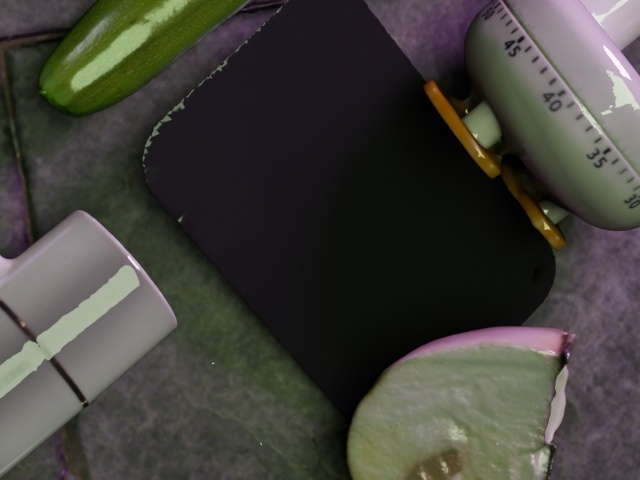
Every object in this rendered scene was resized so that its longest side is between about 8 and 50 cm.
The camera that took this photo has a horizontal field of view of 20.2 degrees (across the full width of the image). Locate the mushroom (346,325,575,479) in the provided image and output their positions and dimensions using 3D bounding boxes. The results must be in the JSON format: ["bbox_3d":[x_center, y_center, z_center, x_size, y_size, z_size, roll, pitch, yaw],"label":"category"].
[{"bbox_3d":[0.121,0.165,1.539,0.173,0.162,0.236,8,108,11],"label":"mushroom"}]

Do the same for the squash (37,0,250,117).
[{"bbox_3d":[-0.114,-0.202,1.468,0.292,0.082,0.082,-41,102,-11],"label":"squash"}]

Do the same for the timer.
[{"bbox_3d":[0.236,-0.132,1.497,0.240,0.233,0.233,-38,103,10],"label":"timer"}]

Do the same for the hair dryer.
[{"bbox_3d":[-0.301,-0.007,1.405,0.203,0.128,0.362,-41,95,-12],"label":"hair dryer"}]

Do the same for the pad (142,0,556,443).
[{"bbox_3d":[0.000,0.001,1.541,0.315,0.063,0.375,-44,114,-13],"label":"pad"}]
